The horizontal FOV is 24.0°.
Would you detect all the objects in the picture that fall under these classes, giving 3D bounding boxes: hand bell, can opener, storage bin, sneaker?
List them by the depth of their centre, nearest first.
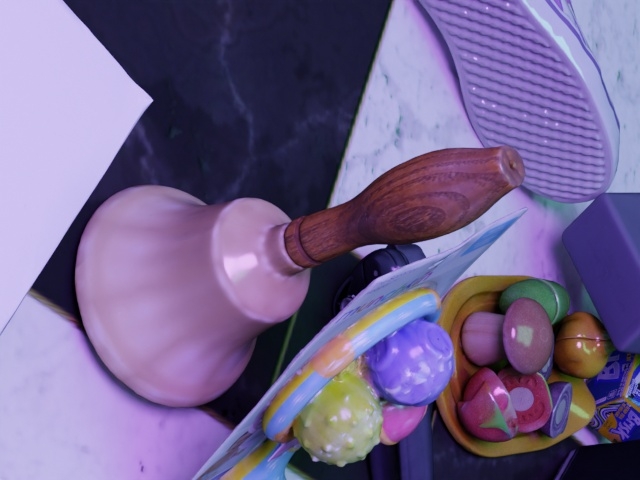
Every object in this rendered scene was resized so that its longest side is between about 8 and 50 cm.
[{"bbox_3d":[0.000,0.000,0.746,0.126,0.242,0.126,19,63,-41],"label":"hand bell"},{"bbox_3d":[0.050,0.094,0.936,0.073,0.059,0.186,-4,89,-26],"label":"can opener"},{"bbox_3d":[0.155,-0.174,1.075,0.282,0.102,0.161,61,41,-24],"label":"sneaker"},{"bbox_3d":[0.242,0.021,1.077,0.091,0.098,0.135,4,51,-36],"label":"storage bin"}]

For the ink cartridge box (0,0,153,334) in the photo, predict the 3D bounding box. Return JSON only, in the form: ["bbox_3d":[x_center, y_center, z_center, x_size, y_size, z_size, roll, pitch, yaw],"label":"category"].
[{"bbox_3d":[-0.231,0.033,0.505,0.129,0.223,0.307,50,50,-30],"label":"ink cartridge box"}]

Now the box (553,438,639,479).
[{"bbox_3d":[0.289,0.399,0.887,0.480,0.297,0.472,-30,109,-67],"label":"box"}]

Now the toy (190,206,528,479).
[{"bbox_3d":[0.015,0.087,0.771,0.056,0.237,0.137,53,39,11],"label":"toy"}]

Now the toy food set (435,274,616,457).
[{"bbox_3d":[0.142,0.085,1.035,0.218,0.071,0.128,-1,84,-48],"label":"toy food set"}]

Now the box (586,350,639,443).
[{"bbox_3d":[0.256,0.077,1.164,0.054,0.059,0.169,37,54,-13],"label":"box"}]
